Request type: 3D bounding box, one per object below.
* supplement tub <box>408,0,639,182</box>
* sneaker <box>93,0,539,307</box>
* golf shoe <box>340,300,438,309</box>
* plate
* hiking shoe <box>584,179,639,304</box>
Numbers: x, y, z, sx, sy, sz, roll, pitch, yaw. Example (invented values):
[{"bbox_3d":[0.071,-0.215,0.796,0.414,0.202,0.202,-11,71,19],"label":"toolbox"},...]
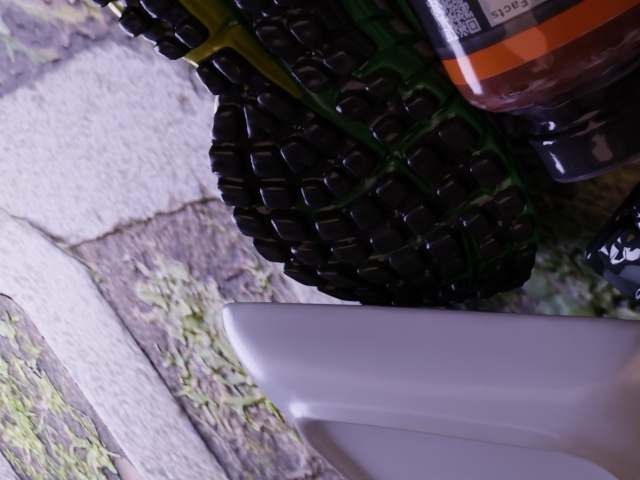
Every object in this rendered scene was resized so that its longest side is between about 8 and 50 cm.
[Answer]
[{"bbox_3d":[0.077,-0.123,0.564,0.106,0.106,0.198,-14,109,51],"label":"supplement tub"},{"bbox_3d":[0.007,-0.104,0.651,0.134,0.146,0.343,-13,126,29],"label":"sneaker"},{"bbox_3d":[0.000,0.000,0.766,0.069,0.086,0.176,-8,116,47],"label":"golf shoe"},{"bbox_3d":[0.111,0.128,0.704,0.278,0.045,0.277,0,142,47],"label":"plate"},{"bbox_3d":[0.193,0.008,0.488,0.132,0.113,0.304,37,-179,-2],"label":"hiking shoe"}]
